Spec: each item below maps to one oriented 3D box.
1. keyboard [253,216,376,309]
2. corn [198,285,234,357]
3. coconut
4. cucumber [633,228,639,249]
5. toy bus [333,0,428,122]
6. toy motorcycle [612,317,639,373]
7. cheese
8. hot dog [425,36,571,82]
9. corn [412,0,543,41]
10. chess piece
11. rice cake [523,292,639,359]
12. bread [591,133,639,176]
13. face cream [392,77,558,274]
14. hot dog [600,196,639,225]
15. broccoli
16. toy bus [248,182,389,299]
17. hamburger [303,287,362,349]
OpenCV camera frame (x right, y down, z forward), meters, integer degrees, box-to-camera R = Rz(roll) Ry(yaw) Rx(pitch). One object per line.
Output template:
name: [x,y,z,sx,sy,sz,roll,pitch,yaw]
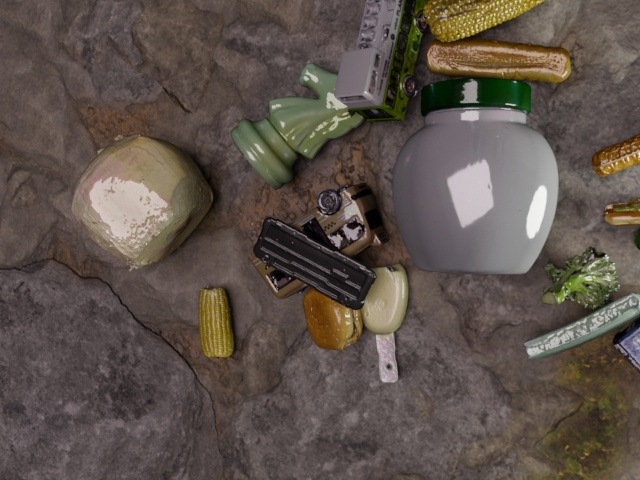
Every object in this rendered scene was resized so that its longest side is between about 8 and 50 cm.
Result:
keyboard: [-0.016,0.048,1.479,0.262,0.016,0.106,28,111,11]
corn: [-0.246,0.190,1.683,0.085,0.063,0.165,-3,91,44]
coconut: [-0.408,-0.098,1.616,0.254,0.297,0.297,43,106,2]
cucumber: [0.702,0.009,1.314,0.241,0.074,0.075,3,94,22]
toy bus: [0.129,-0.396,1.446,0.113,0.139,0.302,6,81,46]
toy motorcycle: [0.722,0.267,1.298,0.212,0.125,0.359,-46,75,25]
cheese: [0.132,0.178,1.546,0.127,0.050,0.256,-4,91,21]
hot dog: [0.351,-0.356,1.433,0.285,0.061,0.088,15,98,21]
corn: [0.336,-0.467,1.396,0.310,0.101,0.102,-19,86,7]
chess piece: [-0.036,-0.260,1.551,0.298,0.176,0.176,-38,79,5]
rice cake: [0.508,0.166,1.368,0.237,0.127,0.043,-31,68,24]
bread: [0.591,-0.170,1.361,0.157,0.044,0.052,-25,81,20]
face cream: [0.294,-0.117,1.382,0.312,0.219,0.357,2,92,21]
hot dog: [0.600,-0.057,1.359,0.133,0.056,0.041,-2,122,21]
broccoli: [0.468,0.083,1.340,0.118,0.204,0.122,-44,70,42]
toy bus: [0.000,0.000,1.542,0.289,0.139,0.157,-33,87,20]
hamburger: [0.027,0.163,1.550,0.138,0.083,0.147,-11,93,48]
